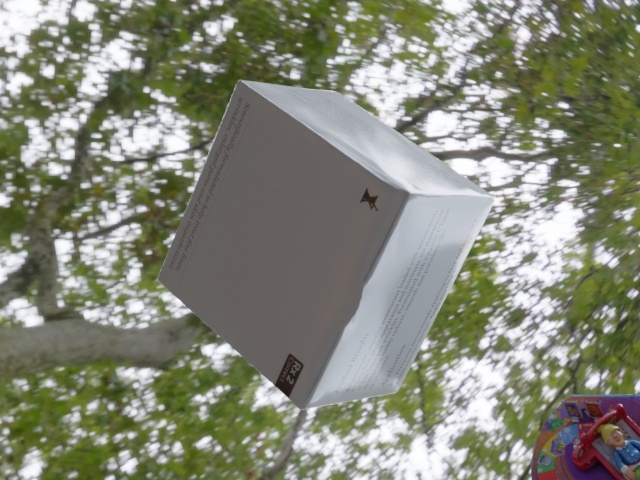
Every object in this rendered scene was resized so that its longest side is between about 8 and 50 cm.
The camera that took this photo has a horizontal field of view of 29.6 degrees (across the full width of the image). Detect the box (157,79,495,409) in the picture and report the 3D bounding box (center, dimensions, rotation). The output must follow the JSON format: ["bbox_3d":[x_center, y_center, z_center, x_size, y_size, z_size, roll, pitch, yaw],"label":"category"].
[{"bbox_3d":[0.000,0.000,0.912,0.182,0.119,0.181,38,-67,33],"label":"box"}]

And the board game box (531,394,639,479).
[{"bbox_3d":[0.255,0.182,1.022,0.168,0.033,0.133,-4,-126,27],"label":"board game box"}]
